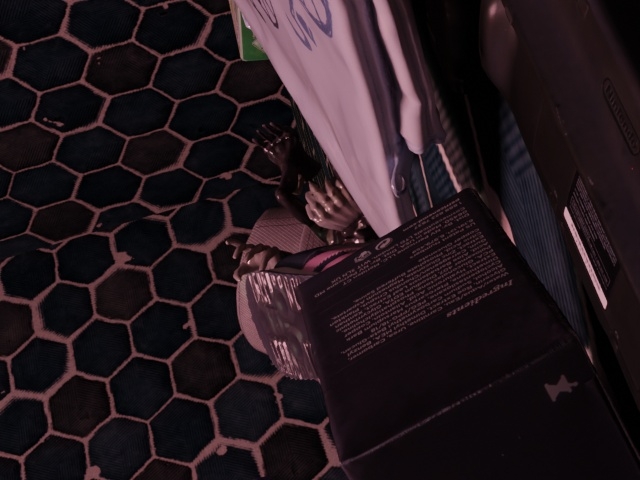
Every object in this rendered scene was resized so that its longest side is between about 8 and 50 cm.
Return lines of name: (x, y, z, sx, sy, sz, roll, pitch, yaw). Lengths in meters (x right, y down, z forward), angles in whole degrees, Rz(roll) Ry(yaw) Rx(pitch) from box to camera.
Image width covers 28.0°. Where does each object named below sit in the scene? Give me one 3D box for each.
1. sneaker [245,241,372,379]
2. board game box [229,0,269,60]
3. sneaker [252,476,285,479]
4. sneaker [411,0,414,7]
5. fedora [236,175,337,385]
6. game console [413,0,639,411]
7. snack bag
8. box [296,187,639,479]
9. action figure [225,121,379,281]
sneaker: (0.066, 0.045, 0.864, 0.319, 0.131, 0.112, 15, 123, 61)
board game box: (-0.058, -0.324, 0.959, 0.213, 0.046, 0.317, -104, 10, -45)
sneaker: (0.054, 0.209, 0.845, 0.130, 0.236, 0.323, 53, -172, -16)
sneaker: (0.018, -0.188, 0.673, 0.076, 0.065, 0.166, -120, 11, -66)
fedora: (-0.005, 0.062, 1.362, 0.275, 0.124, 0.243, 66, -147, -44)
game console: (0.069, -0.074, 0.406, 0.213, 0.044, 0.361, 73, 180, -60)
snack bag: (-0.023, -0.156, 0.673, 0.323, 0.037, 0.342, 60, 175, 32)
box: (0.071, 0.085, 0.510, 0.156, 0.093, 0.158, 60, -176, -21)
action figure: (0.000, 0.000, 1.150, 0.141, 0.164, 0.275, 20, -133, -45)
